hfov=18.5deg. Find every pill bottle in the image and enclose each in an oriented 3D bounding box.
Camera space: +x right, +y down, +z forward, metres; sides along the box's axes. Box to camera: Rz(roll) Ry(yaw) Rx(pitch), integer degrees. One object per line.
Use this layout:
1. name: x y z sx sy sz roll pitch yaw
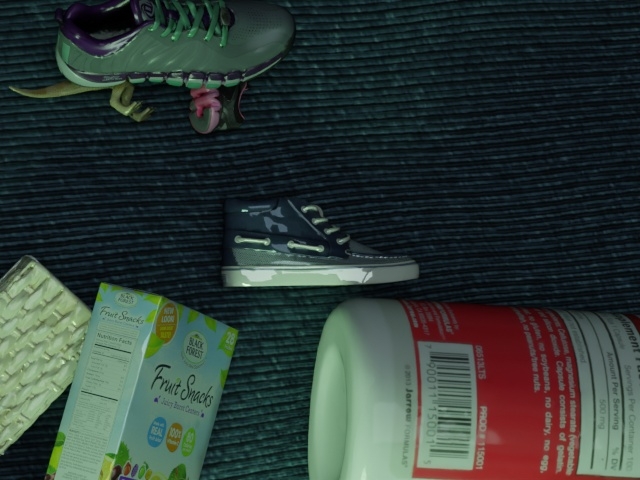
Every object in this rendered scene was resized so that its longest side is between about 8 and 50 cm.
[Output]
1. pill bottle: 0.206 0.176 1.806 0.407 0.229 0.229 4 85 -11

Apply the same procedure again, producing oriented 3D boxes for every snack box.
1. snack box: -0.160 0.157 1.760 0.070 0.174 0.207 11 82 23

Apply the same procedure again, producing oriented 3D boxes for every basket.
1. basket: -0.279 0.104 1.777 0.113 0.103 0.167 43 78 -6

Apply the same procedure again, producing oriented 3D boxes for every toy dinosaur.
1. toy dinosaur: -0.195 -0.156 1.852 0.183 0.053 0.092 -35 76 -15

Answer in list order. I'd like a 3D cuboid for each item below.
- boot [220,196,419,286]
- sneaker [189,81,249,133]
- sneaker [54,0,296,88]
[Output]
1. boot: 0.000 0.000 1.859 0.190 0.069 0.086 -1 88 -10
2. sneaker: -0.095 -0.159 1.873 0.057 0.047 0.119 3 84 -34
3. sneaker: -0.131 -0.189 1.787 0.223 0.098 0.083 -9 70 -6
